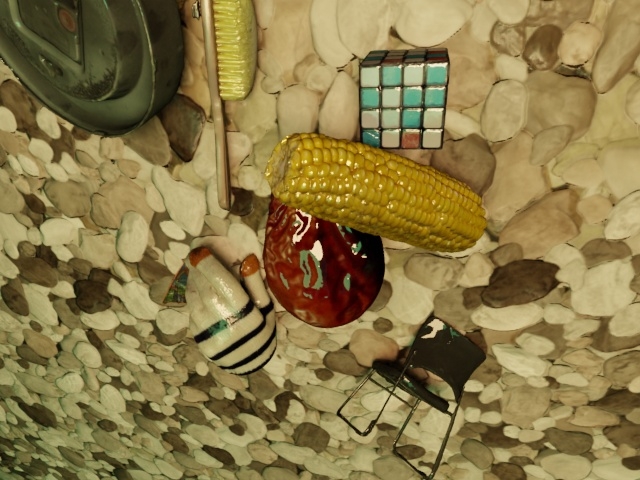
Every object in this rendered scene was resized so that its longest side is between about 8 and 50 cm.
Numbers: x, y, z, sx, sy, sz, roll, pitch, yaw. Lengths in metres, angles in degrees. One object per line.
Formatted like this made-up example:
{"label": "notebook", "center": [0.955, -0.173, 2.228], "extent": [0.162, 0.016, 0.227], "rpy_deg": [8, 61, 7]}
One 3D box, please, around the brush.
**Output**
{"label": "brush", "center": [-0.114, -0.172, 0.551], "extent": [0.067, 0.072, 0.313], "rpy_deg": [3, 124, -2]}

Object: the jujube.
{"label": "jujube", "center": [0.000, 0.000, 0.569], "extent": [0.168, 0.168, 0.236], "rpy_deg": [-3, 116, 17]}

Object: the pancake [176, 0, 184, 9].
{"label": "pancake", "center": [-0.191, -0.388, 0.435], "extent": [0.244, 0.057, 0.266], "rpy_deg": [-8, 122, 22]}

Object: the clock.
{"label": "clock", "center": [-0.295, -0.273, 0.490], "extent": [0.312, 0.061, 0.312], "rpy_deg": [19, 136, 19]}

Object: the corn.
{"label": "corn", "center": [0.088, -0.049, 0.488], "extent": [0.310, 0.101, 0.101], "rpy_deg": [16, 132, -35]}

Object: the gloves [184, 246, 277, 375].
{"label": "gloves", "center": [-0.156, 0.113, 0.697], "extent": [0.140, 0.131, 0.219], "rpy_deg": [-15, 124, 14]}

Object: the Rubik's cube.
{"label": "Rubik's cube", "center": [0.095, -0.161, 0.479], "extent": [0.092, 0.092, 0.092], "rpy_deg": [3, 122, 14]}

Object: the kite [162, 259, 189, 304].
{"label": "kite", "center": [-0.219, 0.099, 0.782], "extent": [0.190, 0.010, 0.159], "rpy_deg": [-1, 123, 17]}

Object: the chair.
{"label": "chair", "center": [0.156, 0.248, 0.720], "extent": [0.140, 0.221, 0.145], "rpy_deg": [36, 166, -9]}
